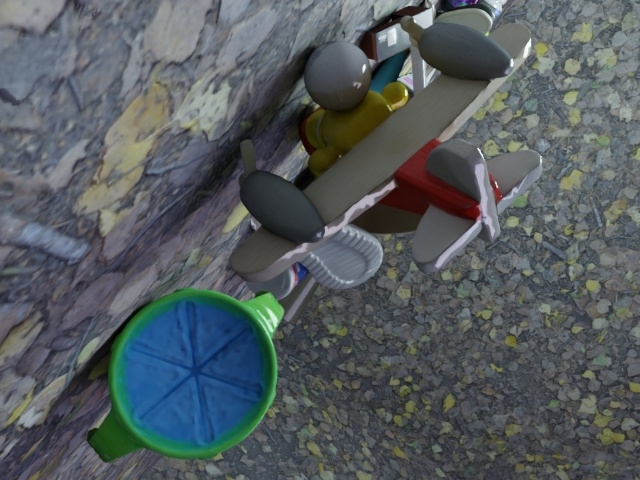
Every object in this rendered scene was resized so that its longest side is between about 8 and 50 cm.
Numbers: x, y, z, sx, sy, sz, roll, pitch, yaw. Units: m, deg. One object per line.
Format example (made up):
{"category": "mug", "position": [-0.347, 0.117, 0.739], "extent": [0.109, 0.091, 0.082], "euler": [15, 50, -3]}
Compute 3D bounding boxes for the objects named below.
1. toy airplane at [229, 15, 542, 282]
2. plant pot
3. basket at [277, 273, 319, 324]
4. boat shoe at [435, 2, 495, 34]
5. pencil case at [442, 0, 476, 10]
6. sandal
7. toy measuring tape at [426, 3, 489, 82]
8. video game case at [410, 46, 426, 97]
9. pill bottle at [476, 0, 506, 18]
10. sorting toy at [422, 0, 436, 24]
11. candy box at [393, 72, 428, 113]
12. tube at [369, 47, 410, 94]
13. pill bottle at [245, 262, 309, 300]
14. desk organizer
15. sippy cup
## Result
{"category": "toy airplane", "position": [0.077, -0.130, 0.702], "extent": [0.384, 0.272, 0.386], "euler": [-19, -150, 32]}
{"category": "plant pot", "position": [0.117, -0.147, 1.185], "extent": [0.284, 0.284, 0.190], "euler": [111, -14, -72]}
{"category": "basket", "position": [-0.083, 0.145, 1.820], "extent": [0.227, 0.154, 0.204], "euler": [-56, 176, -1]}
{"category": "boat shoe", "position": [0.277, -0.448, 1.101], "extent": [0.079, 0.084, 0.233], "euler": [-55, -160, -1]}
{"category": "pencil case", "position": [0.309, -0.520, 1.204], "extent": [0.064, 0.070, 0.152], "euler": [-53, 174, 8]}
{"category": "sandal", "position": [0.013, -0.008, 1.173], "extent": [0.169, 0.102, 0.416], "euler": [-32, 147, 14]}
{"category": "toy measuring tape", "position": [0.414, -0.543, 1.632], "extent": [0.330, 0.121, 0.121], "euler": [-61, 172, 29]}
{"category": "video game case", "position": [0.216, -0.311, 1.162], "extent": [0.285, 0.025, 0.204], "euler": [-56, 141, -69]}
{"category": "pill bottle", "position": [0.513, -0.708, 1.686], "extent": [0.137, 0.078, 0.078], "euler": [-56, 174, 28]}
{"category": "sorting toy", "position": [0.204, -0.430, 1.033], "extent": [0.075, 0.045, 0.083], "euler": [93, 2, -56]}
{"category": "candy box", "position": [0.190, -0.335, 1.394], "extent": [0.165, 0.070, 0.196], "euler": [-56, 173, 31]}
{"category": "tube", "position": [0.137, -0.337, 1.090], "extent": [0.207, 0.052, 0.080], "euler": [-58, -179, -17]}
{"category": "pill bottle", "position": [-0.079, 0.043, 1.269], "extent": [0.124, 0.124, 0.221], "euler": [-56, 174, 28]}
{"category": "desk organizer", "position": [0.119, -0.335, 0.874], "extent": [0.130, 0.050, 0.047], "euler": [-33, 133, -26]}
{"category": "sippy cup", "position": [-0.203, 0.205, 0.855], "extent": [0.224, 0.306, 0.240], "euler": [142, -56, -69]}
